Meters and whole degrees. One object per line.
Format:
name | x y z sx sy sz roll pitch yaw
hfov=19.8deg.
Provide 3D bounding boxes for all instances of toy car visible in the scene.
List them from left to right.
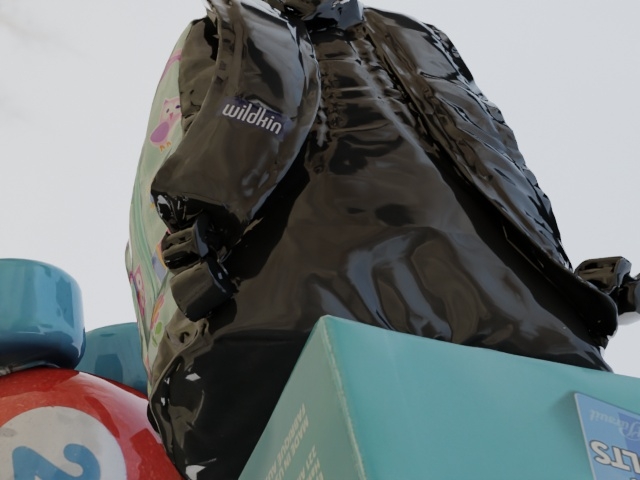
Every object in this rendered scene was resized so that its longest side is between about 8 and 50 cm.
toy car | -0.035 0.111 0.804 0.238 0.210 0.219 -18 -116 23

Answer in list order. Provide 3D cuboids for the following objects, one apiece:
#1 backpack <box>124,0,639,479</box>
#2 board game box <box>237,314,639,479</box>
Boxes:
backpack | 0.000 0.000 0.566 0.182 0.152 0.115 -108 -144 -49
board game box | 0.111 0.162 0.466 0.079 0.336 0.253 -106 -145 -49
